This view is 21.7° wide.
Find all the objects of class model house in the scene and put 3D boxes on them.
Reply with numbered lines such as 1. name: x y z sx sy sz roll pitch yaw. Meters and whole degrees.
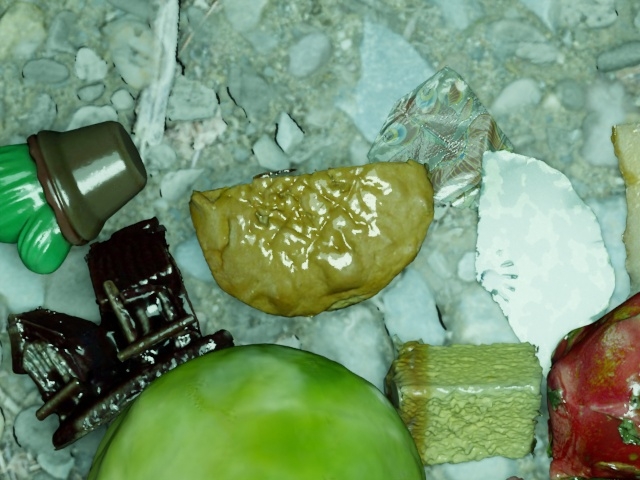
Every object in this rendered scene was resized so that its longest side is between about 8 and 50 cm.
1. model house: -0.201 0.084 1.580 0.203 0.141 0.164 -31 86 -1

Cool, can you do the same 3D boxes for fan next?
1. fan: 0.215 0.022 1.622 0.131 0.009 0.240 -15 84 7

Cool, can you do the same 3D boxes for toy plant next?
1. toy plant: -0.268 -0.039 1.626 0.200 0.105 0.142 -27 72 8

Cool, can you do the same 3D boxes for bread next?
1. bread: 0.132 0.152 1.548 0.147 0.152 0.127 -2 90 3
2. bread: 0.000 0.000 1.592 0.229 0.143 0.139 -9 90 5

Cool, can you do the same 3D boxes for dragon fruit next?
1. dragon fruit: 0.333 0.142 1.535 0.269 0.198 0.200 4 116 -22

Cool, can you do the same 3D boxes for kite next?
1. kite: 0.165 -0.070 1.650 0.229 0.016 0.127 36 87 9

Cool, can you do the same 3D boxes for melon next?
1. melon: 0.336 -0.027 1.614 0.098 0.054 0.182 -5 79 9

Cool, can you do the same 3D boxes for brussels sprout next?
1. brussels sprout: -0.063 0.253 1.459 0.344 0.268 0.344 -5 106 -17

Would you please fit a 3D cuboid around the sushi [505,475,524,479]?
1. sushi: 0.180 0.346 1.495 0.236 0.171 0.270 39 79 9
